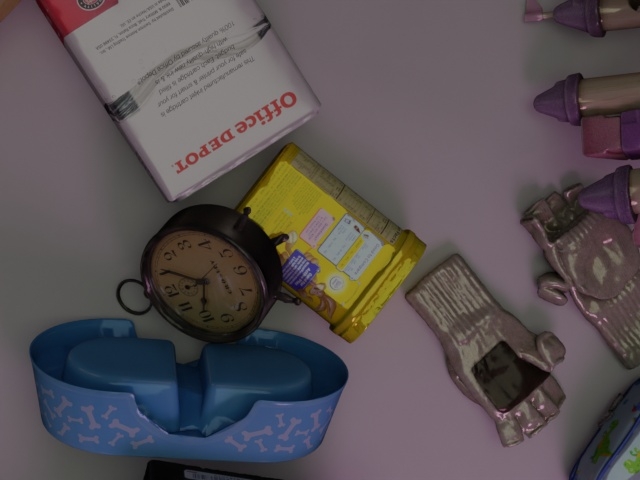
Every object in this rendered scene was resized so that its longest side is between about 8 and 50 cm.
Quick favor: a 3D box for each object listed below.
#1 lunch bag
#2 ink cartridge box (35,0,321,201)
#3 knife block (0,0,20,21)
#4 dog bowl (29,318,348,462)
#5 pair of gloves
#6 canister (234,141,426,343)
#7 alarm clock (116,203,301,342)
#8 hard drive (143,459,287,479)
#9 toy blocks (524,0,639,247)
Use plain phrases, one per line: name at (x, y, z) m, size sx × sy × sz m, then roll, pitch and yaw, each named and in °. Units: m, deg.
lunch bag at (0.376, 0.253, 1.415) m, size 0.219 × 0.090 × 0.176 m, roll 36°, pitch 84°, yaw -8°
ink cartridge box at (-0.136, -0.176, 1.321) m, size 0.172 × 0.100 × 0.237 m, roll -33°, pitch 95°, yaw -8°
knife block at (-0.342, -0.221, 1.284) m, size 0.275 × 0.088 × 0.242 m, roll -9°, pitch 121°, yaw -29°
dog bowl at (-0.124, 0.143, 1.300) m, size 0.297 × 0.166 × 0.074 m, roll 4°, pitch 109°, yaw -9°
pair of gloves at (0.233, 0.072, 1.415) m, size 0.240 × 0.042 × 0.204 m, roll -31°, pitch 95°, yaw -9°
canister at (0.000, 0.000, 1.360) m, size 0.170 × 0.073 × 0.126 m, roll 39°, pitch 86°, yaw -6°
alarm clock at (-0.117, 0.034, 1.319) m, size 0.192 × 0.064 × 0.129 m, roll -17°, pitch 112°, yaw 27°
hard drive at (-0.083, 0.381, 1.295) m, size 0.236 × 0.064 × 0.339 m, roll 12°, pitch 109°, yaw -13°
toy blocks at (0.338, -0.126, 1.369) m, size 0.260 × 0.309 × 0.289 m, roll -5°, pitch 78°, yaw 23°
